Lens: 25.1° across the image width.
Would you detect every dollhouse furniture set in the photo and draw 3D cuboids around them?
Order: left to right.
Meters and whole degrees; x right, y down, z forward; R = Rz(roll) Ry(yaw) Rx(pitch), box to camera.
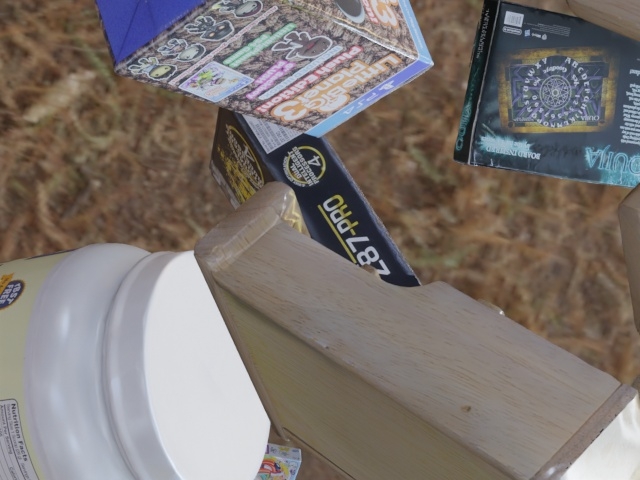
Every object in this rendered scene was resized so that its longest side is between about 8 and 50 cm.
[{"bbox_3d":[0.170,-0.007,0.835,0.394,0.256,0.362,-42,138,-21],"label":"dollhouse furniture set"}]

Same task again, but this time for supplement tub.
[{"bbox_3d":[-0.228,0.130,1.180,0.235,0.325,0.235,37,48,-57],"label":"supplement tub"}]

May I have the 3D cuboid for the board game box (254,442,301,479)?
[{"bbox_3d":[-0.112,0.306,1.878,0.154,0.026,0.103,12,120,-10],"label":"board game box"}]

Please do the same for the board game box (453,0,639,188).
[{"bbox_3d":[0.197,-0.109,1.113,0.186,0.026,0.126,7,99,-27],"label":"board game box"}]

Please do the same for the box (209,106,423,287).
[{"bbox_3d":[0.000,0.000,1.849,0.097,0.318,0.395,-31,83,-11],"label":"box"}]

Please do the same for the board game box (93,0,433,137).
[{"bbox_3d":[-0.064,-0.245,1.247,0.291,0.141,0.232,11,54,-55],"label":"board game box"}]
